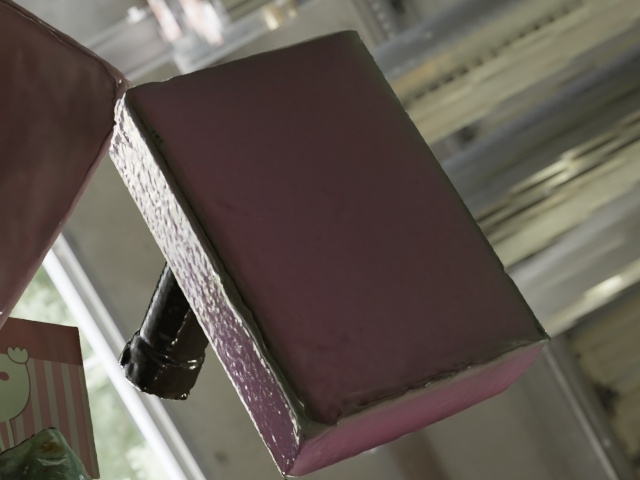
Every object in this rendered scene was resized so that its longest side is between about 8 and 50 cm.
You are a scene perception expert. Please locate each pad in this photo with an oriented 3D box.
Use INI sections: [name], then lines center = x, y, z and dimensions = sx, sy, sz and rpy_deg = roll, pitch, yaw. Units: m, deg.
[pad]
center = -0.383, 0.172, 2.054
dimensions = 0.300, 0.202, 0.005
rpy_deg = 13, 146, -44

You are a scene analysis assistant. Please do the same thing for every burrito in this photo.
[burrito]
center = -0.269, 0.300, 1.857
dimensions = 0.144, 0.089, 0.229
rpy_deg = -36, -130, -21

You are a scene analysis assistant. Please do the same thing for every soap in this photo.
[soap]
center = 0.000, 0.001, 1.130
dimensions = 0.181, 0.259, 0.081
rpy_deg = -20, 156, -27

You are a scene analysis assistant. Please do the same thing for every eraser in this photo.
[eraser]
center = -0.394, -0.086, 1.924
dimensions = 0.359, 0.272, 0.122
rpy_deg = -57, -164, -3

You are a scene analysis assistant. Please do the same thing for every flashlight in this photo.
[flashlight]
center = -0.096, 0.025, 1.471
dimensions = 0.093, 0.093, 0.232
rpy_deg = -61, 173, -68
